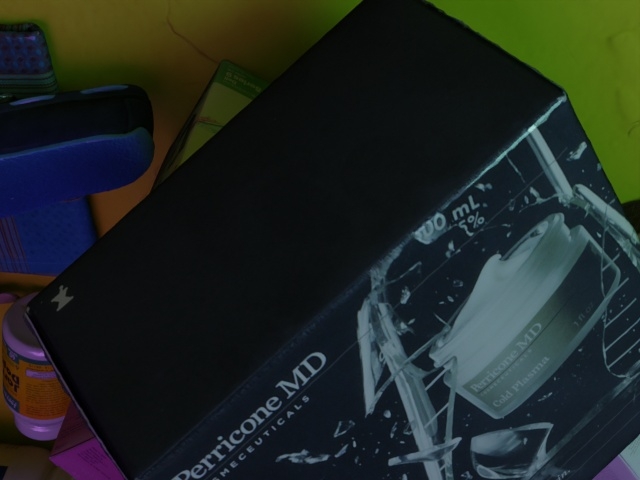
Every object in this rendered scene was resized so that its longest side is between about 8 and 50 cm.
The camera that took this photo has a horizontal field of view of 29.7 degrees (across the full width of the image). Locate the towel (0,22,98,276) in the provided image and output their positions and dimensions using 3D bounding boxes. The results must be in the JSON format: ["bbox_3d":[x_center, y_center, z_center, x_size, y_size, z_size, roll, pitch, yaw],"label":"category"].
[{"bbox_3d":[-0.426,-0.104,1.481,0.271,0.040,0.370,3,131,8],"label":"towel"}]

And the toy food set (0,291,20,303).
[{"bbox_3d":[-0.505,0.062,1.590,0.132,0.038,0.192,-10,149,31],"label":"toy food set"}]

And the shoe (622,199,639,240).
[{"bbox_3d":[0.398,-0.016,1.379,0.219,0.076,0.058,-23,119,25],"label":"shoe"}]

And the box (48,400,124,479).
[{"bbox_3d":[-0.213,0.238,1.607,0.117,0.243,0.213,-27,121,29],"label":"box"}]

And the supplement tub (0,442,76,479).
[{"bbox_3d":[-0.524,0.422,1.836,0.324,0.235,0.235,4,132,7],"label":"supplement tub"}]

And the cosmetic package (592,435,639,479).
[{"bbox_3d":[0.288,0.265,1.528,0.377,0.097,0.284,3,138,50],"label":"cosmetic package"}]

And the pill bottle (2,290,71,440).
[{"bbox_3d":[-0.380,0.179,1.670,0.117,0.117,0.208,13,133,-1],"label":"pill bottle"}]

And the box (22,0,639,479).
[{"bbox_3d":[0.064,0.100,1.205,0.480,0.297,0.472,-43,132,-3],"label":"box"}]

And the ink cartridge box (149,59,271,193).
[{"bbox_3d":[-0.124,-0.072,1.332,0.093,0.212,0.154,27,131,-13],"label":"ink cartridge box"}]

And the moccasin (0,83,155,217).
[{"bbox_3d":[-0.345,-0.102,1.370,0.342,0.117,0.138,-4,141,8],"label":"moccasin"}]
